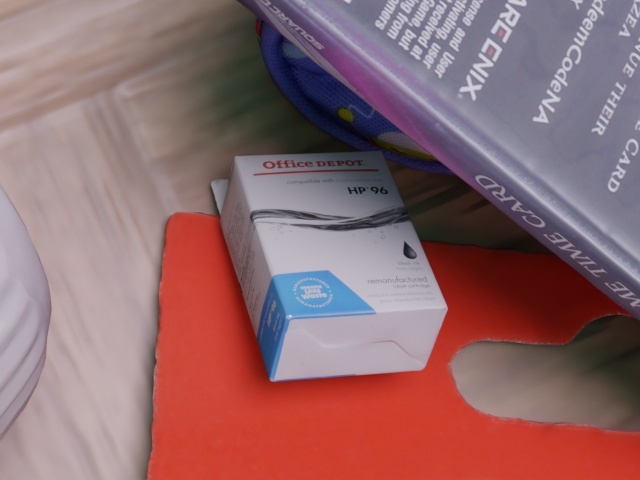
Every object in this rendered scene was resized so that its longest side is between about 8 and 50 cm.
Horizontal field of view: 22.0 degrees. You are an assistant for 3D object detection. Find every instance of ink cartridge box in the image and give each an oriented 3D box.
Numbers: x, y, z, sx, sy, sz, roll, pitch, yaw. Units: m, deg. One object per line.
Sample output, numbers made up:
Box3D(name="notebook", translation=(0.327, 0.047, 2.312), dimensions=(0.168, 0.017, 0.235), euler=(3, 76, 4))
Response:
Box3D(name="ink cartridge box", translation=(0.000, 0.000, 0.484), dimensions=(0.048, 0.028, 0.083), euler=(-3, 45, -19))
Box3D(name="ink cartridge box", translation=(0.107, 0.151, 0.405), dimensions=(0.308, 0.091, 0.385), euler=(7, 57, -10))

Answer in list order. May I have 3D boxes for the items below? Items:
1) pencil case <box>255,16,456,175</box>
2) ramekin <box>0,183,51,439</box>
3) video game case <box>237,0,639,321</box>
Box3D(name="pencil case", translation=(0.076, -0.166, 0.498), dimensions=(0.119, 0.133, 0.306), euler=(16, 77, 11))
Box3D(name="ramekin", translation=(-0.160, -0.002, 0.394), dimensions=(0.207, 0.207, 0.109), euler=(44, 67, -1))
Box3D(name="video game case", translation=(0.120, -0.068, 0.434), dimensions=(0.274, 0.026, 0.196), euler=(37, 70, -23))
